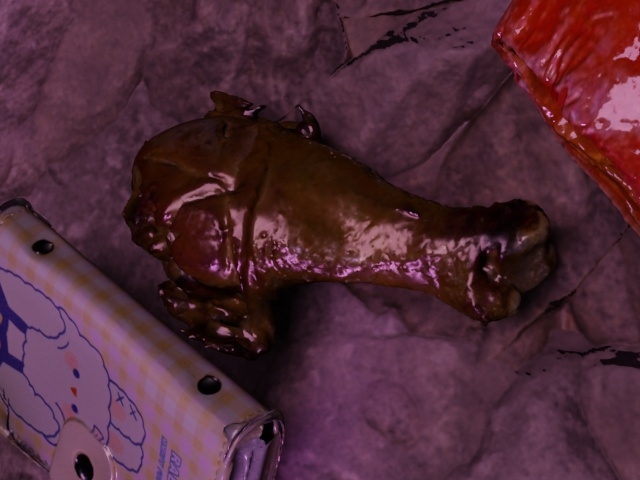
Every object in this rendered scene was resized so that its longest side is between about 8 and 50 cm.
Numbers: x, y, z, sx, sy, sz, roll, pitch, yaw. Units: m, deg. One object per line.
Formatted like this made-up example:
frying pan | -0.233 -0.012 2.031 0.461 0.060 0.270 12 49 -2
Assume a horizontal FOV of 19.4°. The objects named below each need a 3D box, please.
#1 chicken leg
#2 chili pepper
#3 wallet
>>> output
chicken leg | -0.014 0.005 1.477 0.361 0.140 0.211 24 83 32
chili pepper | 0.267 -0.160 1.326 0.251 0.229 0.305 40 98 10
wallet | -0.168 0.135 1.518 0.309 0.077 0.223 37 133 30
